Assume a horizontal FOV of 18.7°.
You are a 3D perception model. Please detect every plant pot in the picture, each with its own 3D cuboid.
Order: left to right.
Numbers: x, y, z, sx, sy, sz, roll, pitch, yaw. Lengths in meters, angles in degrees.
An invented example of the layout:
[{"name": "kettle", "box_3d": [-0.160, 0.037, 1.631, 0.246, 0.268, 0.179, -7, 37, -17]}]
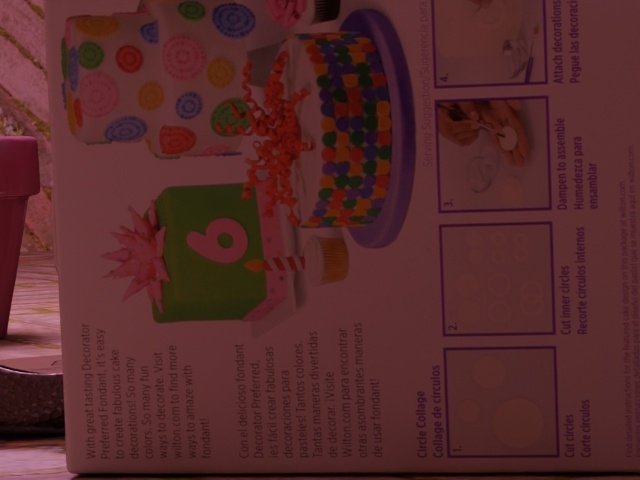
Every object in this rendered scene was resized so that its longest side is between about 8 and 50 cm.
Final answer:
[{"name": "plant pot", "box_3d": [-0.349, 0.000, 1.731, 0.201, 0.180, 0.201, -2, 3, 0]}]

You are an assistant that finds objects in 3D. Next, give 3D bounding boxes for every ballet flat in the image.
[{"name": "ballet flat", "box_3d": [-0.117, 0.076, 1.075, 0.250, 0.058, 0.084, -2, 1, 8]}]

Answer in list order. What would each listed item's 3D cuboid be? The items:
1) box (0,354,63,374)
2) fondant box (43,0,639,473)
[{"name": "box", "box_3d": [-0.131, 0.090, 1.250, 0.164, 0.021, 0.201, -3, 2, -31]}, {"name": "fondant box", "box_3d": [0.043, -0.014, 0.915, 0.330, 0.238, 0.096, -1, 5, 9]}]
